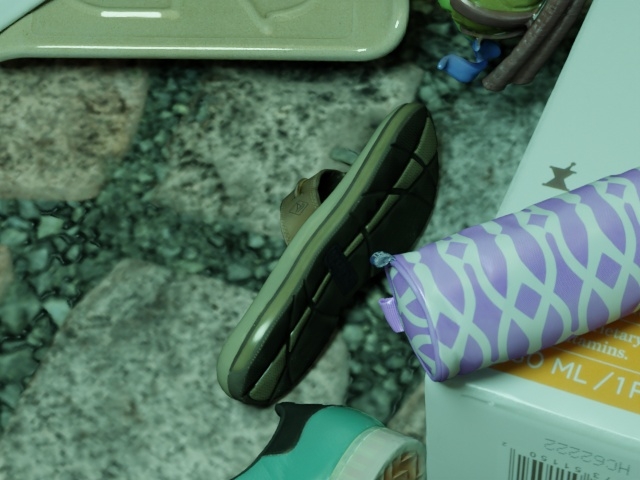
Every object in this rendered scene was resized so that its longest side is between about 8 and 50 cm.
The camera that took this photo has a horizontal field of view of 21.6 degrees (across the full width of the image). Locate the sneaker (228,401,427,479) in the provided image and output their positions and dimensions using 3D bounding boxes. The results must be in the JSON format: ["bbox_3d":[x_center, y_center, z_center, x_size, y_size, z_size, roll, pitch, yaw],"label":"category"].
[{"bbox_3d":[-0.052,0.239,1.106,0.121,0.108,0.302,20,64,33],"label":"sneaker"}]

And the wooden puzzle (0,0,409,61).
[{"bbox_3d":[-0.096,-0.272,1.425,0.348,0.080,0.322,-2,58,6],"label":"wooden puzzle"}]

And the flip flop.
[{"bbox_3d":[0.000,0.000,1.249,0.080,0.112,0.277,24,67,31],"label":"flip flop"}]

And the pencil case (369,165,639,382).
[{"bbox_3d":[0.138,0.018,1.010,0.206,0.088,0.086,-18,90,-9],"label":"pencil case"}]

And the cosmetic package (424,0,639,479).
[{"bbox_3d":[0.254,-0.005,1.170,0.230,0.161,0.453,16,54,16],"label":"cosmetic package"}]

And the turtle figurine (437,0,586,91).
[{"bbox_3d":[0.138,-0.270,1.253,0.198,0.266,0.274,24,80,-3],"label":"turtle figurine"}]

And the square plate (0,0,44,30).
[{"bbox_3d":[-0.318,-0.307,1.411,0.347,0.049,0.344,-36,57,-7],"label":"square plate"}]
